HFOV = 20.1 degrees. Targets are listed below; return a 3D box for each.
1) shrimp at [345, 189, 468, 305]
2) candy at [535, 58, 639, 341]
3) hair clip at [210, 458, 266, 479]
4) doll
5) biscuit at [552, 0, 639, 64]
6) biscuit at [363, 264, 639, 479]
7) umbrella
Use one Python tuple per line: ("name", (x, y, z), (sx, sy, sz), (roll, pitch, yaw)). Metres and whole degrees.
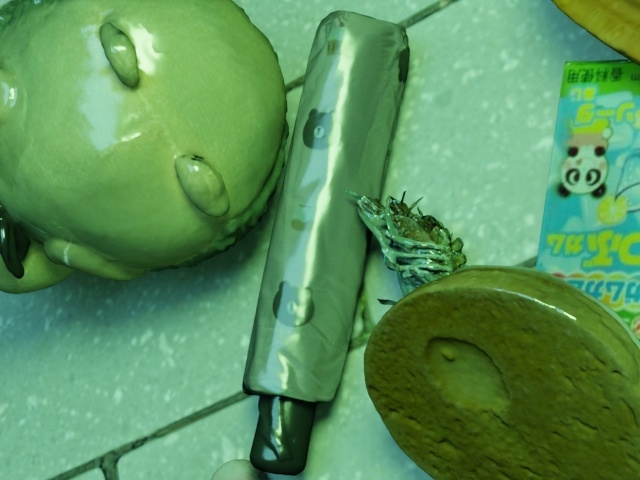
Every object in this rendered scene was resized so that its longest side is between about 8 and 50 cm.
("shrimp", (0.074, 0.028, 1.219), (0.076, 0.082, 0.174), (-51, 51, 11))
("candy", (0.198, -0.020, 1.159), (0.097, 0.062, 0.194), (1, 77, 36))
("hair clip", (-0.060, 0.275, 1.249), (0.146, 0.075, 0.257), (-35, 53, 28))
("doll", (-0.188, -0.072, 1.348), (0.349, 0.247, 0.247), (-11, 68, 47))
("biscuit", (0.301, -0.293, 1.134), (0.350, 0.078, 0.455), (8, 72, 39))
("biscuit", (0.125, 0.093, 1.133), (0.208, 0.049, 0.181), (-2, 119, 40))
("umbrella", (0.000, 0.000, 1.291), (0.073, 0.067, 0.337), (13, 80, -4))
